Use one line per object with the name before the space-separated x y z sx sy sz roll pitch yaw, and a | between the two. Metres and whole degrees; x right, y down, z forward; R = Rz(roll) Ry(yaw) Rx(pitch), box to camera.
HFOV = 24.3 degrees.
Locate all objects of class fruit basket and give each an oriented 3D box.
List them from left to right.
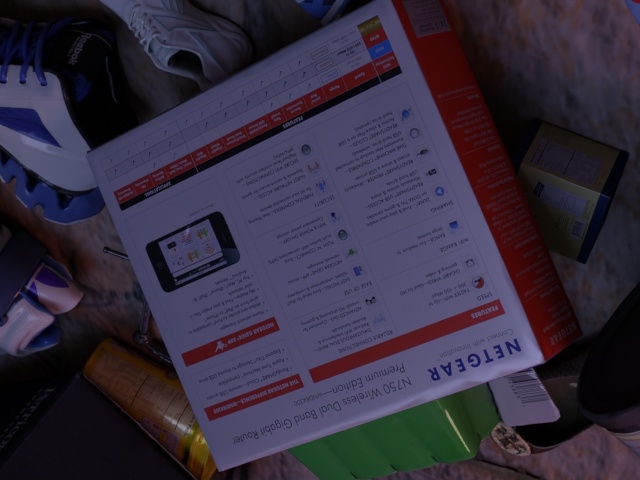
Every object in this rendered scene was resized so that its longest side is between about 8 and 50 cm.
fruit basket | 0.017 0.042 1.363 0.327 0.165 0.353 -21 101 42

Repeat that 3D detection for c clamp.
c clamp | -0.167 0.078 1.593 0.137 0.022 0.160 18 137 9

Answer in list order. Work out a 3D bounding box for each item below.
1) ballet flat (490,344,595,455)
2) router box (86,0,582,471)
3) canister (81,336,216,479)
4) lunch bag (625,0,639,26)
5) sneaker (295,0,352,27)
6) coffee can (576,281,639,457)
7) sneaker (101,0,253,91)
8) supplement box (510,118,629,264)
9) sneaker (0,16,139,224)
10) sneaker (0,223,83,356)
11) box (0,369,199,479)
ballet flat | 0.231 0.149 1.372 0.084 0.058 0.250 42 139 -10
router box | 0.000 0.000 1.215 0.335 0.082 0.301 -22 90 33
canister | -0.186 0.192 1.677 0.170 0.073 0.126 28 142 9
lunch bag | 0.251 -0.251 0.925 0.221 0.138 0.293 50 150 -21
sneaker | 0.015 -0.222 1.142 0.059 0.053 0.144 36 139 -1
coffee can | 0.369 0.144 1.166 0.275 0.201 0.201 41 140 -10
sneaker | -0.134 -0.183 1.272 0.152 0.061 0.053 31 142 4
supplement box | 0.193 -0.040 1.206 0.083 0.056 0.083 23 139 12
sneaker | -0.281 -0.163 1.354 0.315 0.127 0.182 38 137 -17
sneaker | -0.356 -0.008 1.560 0.236 0.130 0.323 14 133 7
box | -0.414 0.428 1.684 0.297 0.480 0.472 48 149 -20
